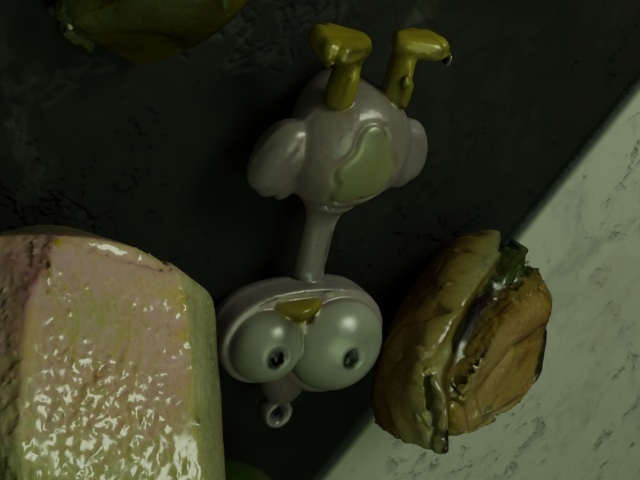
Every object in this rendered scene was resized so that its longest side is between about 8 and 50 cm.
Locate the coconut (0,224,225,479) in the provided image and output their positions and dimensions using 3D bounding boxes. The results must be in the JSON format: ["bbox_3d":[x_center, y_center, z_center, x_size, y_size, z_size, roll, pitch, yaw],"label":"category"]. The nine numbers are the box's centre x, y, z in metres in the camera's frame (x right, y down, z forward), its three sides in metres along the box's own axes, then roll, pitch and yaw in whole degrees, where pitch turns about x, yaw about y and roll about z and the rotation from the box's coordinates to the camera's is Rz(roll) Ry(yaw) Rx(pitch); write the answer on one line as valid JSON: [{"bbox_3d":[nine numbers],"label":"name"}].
[{"bbox_3d":[-0.179,0.102,0.687,0.233,0.245,0.233,-9,151,-5],"label":"coconut"}]

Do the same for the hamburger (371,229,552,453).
[{"bbox_3d":[0.108,0.087,0.963,0.208,0.135,0.155,-30,127,-48],"label":"hamburger"}]

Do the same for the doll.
[{"bbox_3d":[-0.001,0.000,0.869,0.160,0.094,0.365,-6,121,-34],"label":"doll"}]

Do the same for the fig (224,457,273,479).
[{"bbox_3d":[-0.107,0.273,0.919,0.191,0.181,0.181,-53,145,-39],"label":"fig"}]

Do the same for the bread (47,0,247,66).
[{"bbox_3d":[-0.090,-0.168,0.667,0.103,0.110,0.156,3,117,-47],"label":"bread"}]
